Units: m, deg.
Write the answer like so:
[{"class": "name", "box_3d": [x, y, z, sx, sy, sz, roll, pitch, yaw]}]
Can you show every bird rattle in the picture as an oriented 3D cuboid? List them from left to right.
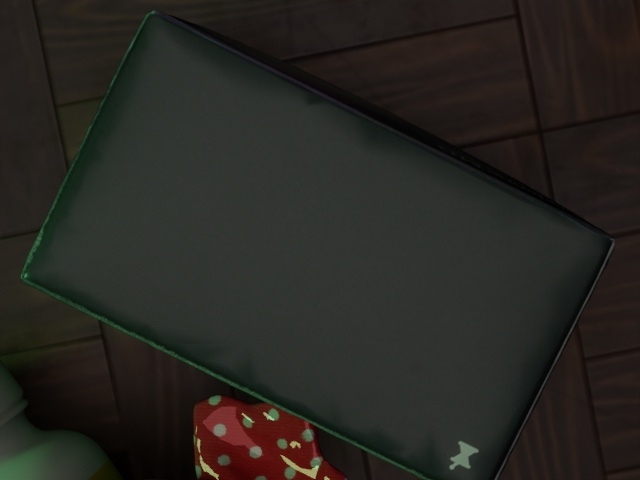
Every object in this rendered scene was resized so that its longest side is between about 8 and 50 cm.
[{"class": "bird rattle", "box_3d": [-0.079, 0.215, 1.084, 0.207, 0.143, 0.253, 0, 72, -12]}]

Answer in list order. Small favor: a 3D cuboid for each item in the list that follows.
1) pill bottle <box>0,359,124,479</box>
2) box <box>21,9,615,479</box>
[{"class": "pill bottle", "box_3d": [-0.184, 0.251, 1.194, 0.188, 0.188, 0.334, -34, 94, 2]}, {"class": "box", "box_3d": [0.000, 0.000, 1.123, 0.296, 0.294, 0.183, 26, 94, -3]}]
